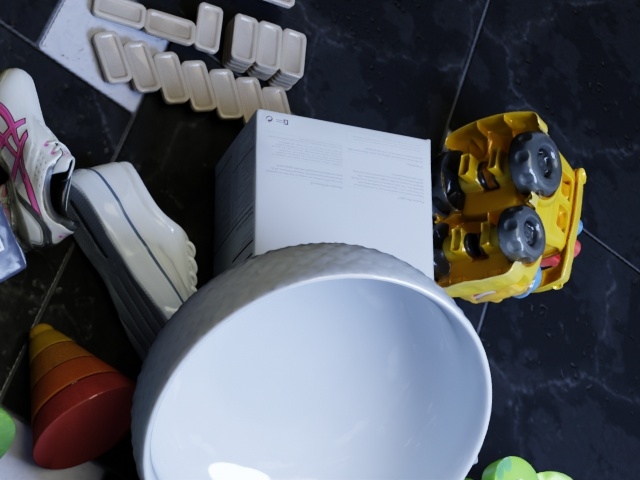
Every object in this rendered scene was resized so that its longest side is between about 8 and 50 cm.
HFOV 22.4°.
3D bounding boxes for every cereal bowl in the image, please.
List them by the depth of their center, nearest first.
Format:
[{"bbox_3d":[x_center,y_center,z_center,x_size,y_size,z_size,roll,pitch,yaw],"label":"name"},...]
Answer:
[{"bbox_3d":[-0.019,0.142,1.501,0.339,0.339,0.141,20,20,-30],"label":"cereal bowl"}]

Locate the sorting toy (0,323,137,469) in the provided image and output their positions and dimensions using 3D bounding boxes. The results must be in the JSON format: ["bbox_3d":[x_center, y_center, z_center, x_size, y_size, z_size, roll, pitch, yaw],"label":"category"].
[{"bbox_3d":[-0.330,0.142,1.428,0.366,0.127,0.126,-8,53,-41],"label":"sorting toy"}]

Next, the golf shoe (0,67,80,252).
[{"bbox_3d":[-0.271,-0.081,1.552,0.067,0.086,0.186,26,52,-67],"label":"golf shoe"}]

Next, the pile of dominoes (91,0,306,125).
[{"bbox_3d":[-0.137,-0.220,1.766,0.251,0.040,0.196,15,63,-23],"label":"pile of dominoes"}]

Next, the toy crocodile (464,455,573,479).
[{"bbox_3d":[0.134,0.304,1.682,0.341,0.115,0.105,-11,74,-39],"label":"toy crocodile"}]

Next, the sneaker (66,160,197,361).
[{"bbox_3d":[-0.158,0.032,1.591,0.091,0.094,0.258,-28,89,-36],"label":"sneaker"}]

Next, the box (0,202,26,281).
[{"bbox_3d":[-0.444,-0.050,1.307,0.296,0.183,0.294,-32,112,-41],"label":"box"}]

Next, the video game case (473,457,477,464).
[{"bbox_3d":[0.066,0.162,1.754,0.212,0.023,0.193,-3,74,-37],"label":"video game case"}]

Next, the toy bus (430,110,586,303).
[{"bbox_3d":[0.232,-0.007,1.887,0.211,0.149,0.220,37,54,-39],"label":"toy bus"}]

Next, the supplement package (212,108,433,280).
[{"bbox_3d":[0.000,0.000,1.662,0.194,0.149,0.203,9,64,-18],"label":"supplement package"}]
